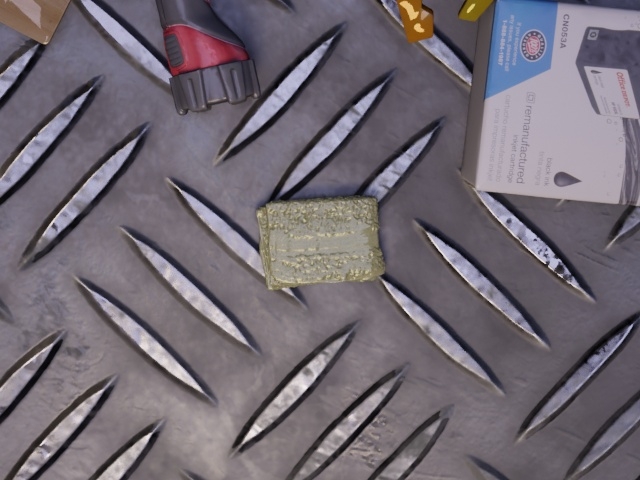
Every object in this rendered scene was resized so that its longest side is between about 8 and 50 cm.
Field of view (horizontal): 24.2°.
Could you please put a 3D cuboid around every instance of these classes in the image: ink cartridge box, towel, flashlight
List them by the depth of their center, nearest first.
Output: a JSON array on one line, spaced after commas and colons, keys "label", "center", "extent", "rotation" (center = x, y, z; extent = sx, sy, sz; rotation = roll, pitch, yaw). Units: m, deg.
[{"label": "flashlight", "center": [-0.148, -0.300, 1.710], "extent": [0.103, 0.103, 0.304], "rotation": [-11, 94, 4]}, {"label": "ink cartridge box", "center": [0.332, -0.157, 1.727], "extent": [0.307, 0.129, 0.223], "rotation": [5, 97, -3]}, {"label": "towel", "center": [0.000, 0.000, 1.787], "extent": [0.148, 0.027, 0.110], "rotation": [-6, 97, 0]}]

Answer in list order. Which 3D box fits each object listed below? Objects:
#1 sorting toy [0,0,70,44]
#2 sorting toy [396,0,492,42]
[{"label": "sorting toy", "center": [-0.350, -0.318, 1.719], "extent": [0.275, 0.046, 0.132], "rotation": [27, 96, -6]}, {"label": "sorting toy", "center": [0.125, -0.370, 1.600], "extent": [0.229, 0.041, 0.307], "rotation": [-13, 114, 12]}]
